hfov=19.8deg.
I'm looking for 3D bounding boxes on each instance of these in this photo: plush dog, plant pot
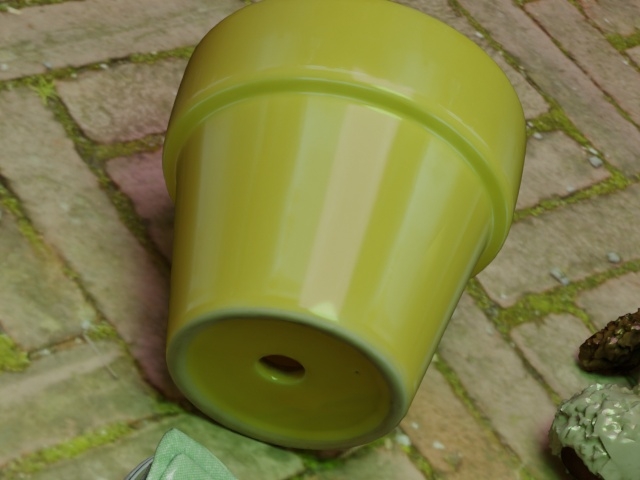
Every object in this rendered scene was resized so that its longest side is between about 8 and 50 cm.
[{"bbox_3d":[0.318,0.112,1.381,0.262,0.210,0.225,25,14,-4],"label":"plush dog"},{"bbox_3d":[0.000,0.000,1.257,0.254,0.254,0.239,22,53,-9],"label":"plant pot"}]

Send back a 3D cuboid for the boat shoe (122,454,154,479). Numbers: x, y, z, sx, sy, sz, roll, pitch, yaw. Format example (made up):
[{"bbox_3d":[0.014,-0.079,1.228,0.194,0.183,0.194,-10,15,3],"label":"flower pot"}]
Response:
[{"bbox_3d":[-0.087,0.222,1.045,0.109,0.094,0.302,22,38,-9],"label":"boat shoe"}]

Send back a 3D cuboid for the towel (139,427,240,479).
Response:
[{"bbox_3d":[0.022,0.259,0.891,0.325,0.038,0.248,34,40,-11],"label":"towel"}]
